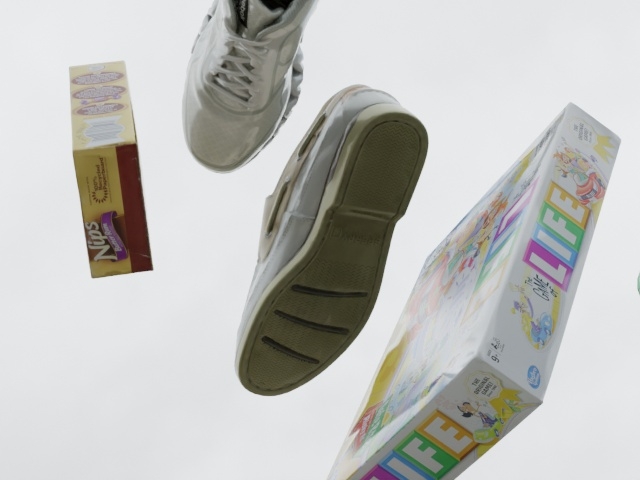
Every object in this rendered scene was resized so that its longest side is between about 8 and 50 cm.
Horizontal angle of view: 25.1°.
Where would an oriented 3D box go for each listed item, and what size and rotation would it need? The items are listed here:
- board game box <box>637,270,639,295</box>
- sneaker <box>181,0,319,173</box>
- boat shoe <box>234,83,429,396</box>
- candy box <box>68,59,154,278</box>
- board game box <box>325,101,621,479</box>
[{"bbox_3d":[0.291,0.133,0.304,0.050,0.390,0.390,-56,-46,-14],"label":"board game box"},{"bbox_3d":[-0.056,-0.177,1.220,0.110,0.118,0.292,27,-61,3],"label":"sneaker"},{"bbox_3d":[0.000,0.000,1.327,0.113,0.103,0.302,19,-72,-32],"label":"boat shoe"},{"bbox_3d":[-0.168,-0.061,1.138,0.053,0.187,0.109,-8,-62,-9],"label":"candy box"},{"bbox_3d":[0.056,0.028,0.520,0.026,0.154,0.103,36,-50,-6],"label":"board game box"}]
